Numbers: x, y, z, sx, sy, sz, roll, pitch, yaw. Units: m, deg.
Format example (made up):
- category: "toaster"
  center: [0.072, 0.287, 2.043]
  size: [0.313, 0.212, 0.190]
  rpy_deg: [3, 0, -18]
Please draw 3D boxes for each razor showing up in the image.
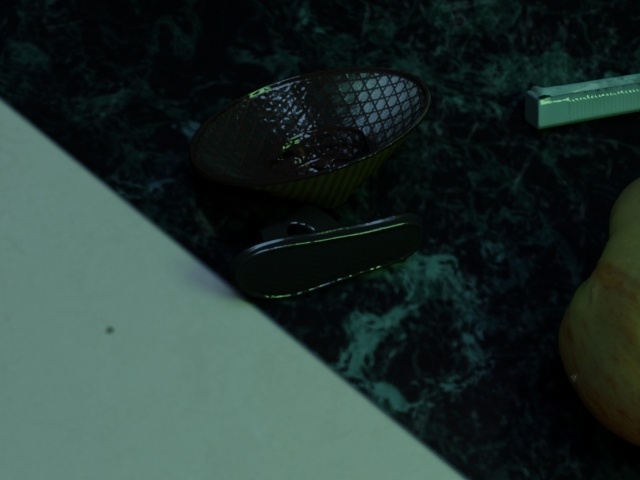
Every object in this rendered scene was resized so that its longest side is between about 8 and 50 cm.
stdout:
- category: "razor"
  center: [0.303, -0.135, 1.543]
  size: [0.278, 0.056, 0.111]
  rpy_deg: [-17, 27, -13]

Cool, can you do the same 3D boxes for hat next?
- category: "hat"
  center: [-0.001, -0.059, 1.424]
  size: [0.193, 0.082, 0.193]
  rpy_deg: [-11, 28, 6]

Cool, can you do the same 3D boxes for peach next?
- category: "peach"
  center: [0.296, 0.059, 1.329]
  size: [0.232, 0.232, 0.232]
  rpy_deg: [5, 59, -8]

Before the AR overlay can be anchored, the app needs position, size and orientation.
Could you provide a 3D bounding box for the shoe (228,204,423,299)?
- category: "shoe"
  center: [0.000, 0.000, 1.398]
  size: [0.159, 0.062, 0.053]
  rpy_deg: [-12, 50, -17]
